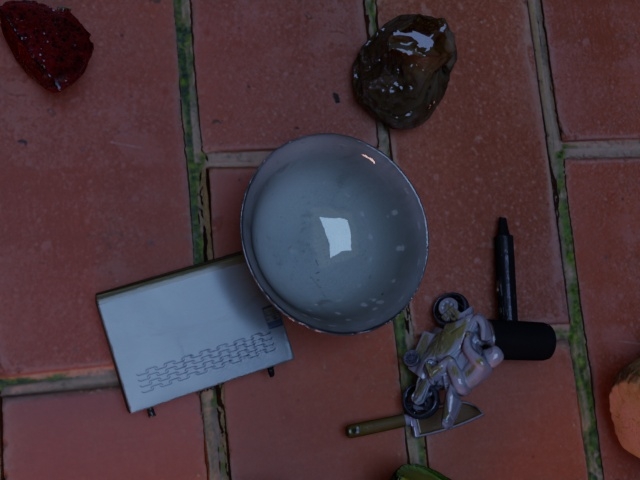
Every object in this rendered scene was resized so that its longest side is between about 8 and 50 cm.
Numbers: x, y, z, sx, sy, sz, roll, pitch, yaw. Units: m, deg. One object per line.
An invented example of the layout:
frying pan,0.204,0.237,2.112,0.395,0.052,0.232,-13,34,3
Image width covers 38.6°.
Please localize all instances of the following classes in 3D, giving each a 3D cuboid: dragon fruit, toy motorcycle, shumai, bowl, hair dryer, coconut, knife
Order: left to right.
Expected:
dragon fruit,-0.411,-0.295,1.401,0.106,0.083,0.162,-37,84,-31
bowl,0.000,0.000,1.439,0.313,0.146,0.313,5,77,-23
shumai,0.157,-0.297,1.521,0.166,0.175,0.205,24,79,-13
knife,0.158,0.303,1.512,0.256,0.022,0.046,-6,78,-22
toy motorcycle,0.222,0.195,1.495,0.074,0.151,0.228,48,58,-53
hair dryer,0.338,0.082,1.583,0.128,0.070,0.255,6,75,-17
coconut,0.642,0.280,1.557,0.244,0.239,0.239,-18,87,-20

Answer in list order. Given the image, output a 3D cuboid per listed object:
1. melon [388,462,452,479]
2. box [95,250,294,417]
melon,0.174,0.470,1.449,0.265,0.129,0.169,34,96,-13
box,-0.192,0.142,1.416,0.270,0.045,0.210,-18,88,-19
